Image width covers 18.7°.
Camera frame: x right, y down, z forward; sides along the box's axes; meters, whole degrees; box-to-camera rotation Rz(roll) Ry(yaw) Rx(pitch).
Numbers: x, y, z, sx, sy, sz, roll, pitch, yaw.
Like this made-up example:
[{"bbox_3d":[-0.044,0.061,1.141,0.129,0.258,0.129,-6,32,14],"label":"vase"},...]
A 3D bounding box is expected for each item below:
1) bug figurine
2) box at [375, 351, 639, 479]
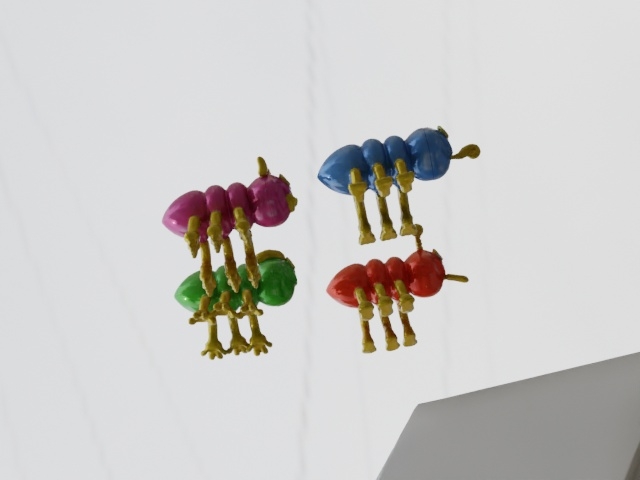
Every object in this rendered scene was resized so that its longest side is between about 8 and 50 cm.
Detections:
[{"bbox_3d":[0.000,0.000,1.354,0.279,0.216,0.072,87,172,-64],"label":"bug figurine"},{"bbox_3d":[0.201,0.261,1.225,0.345,0.215,0.168,54,-138,-21],"label":"box"}]
